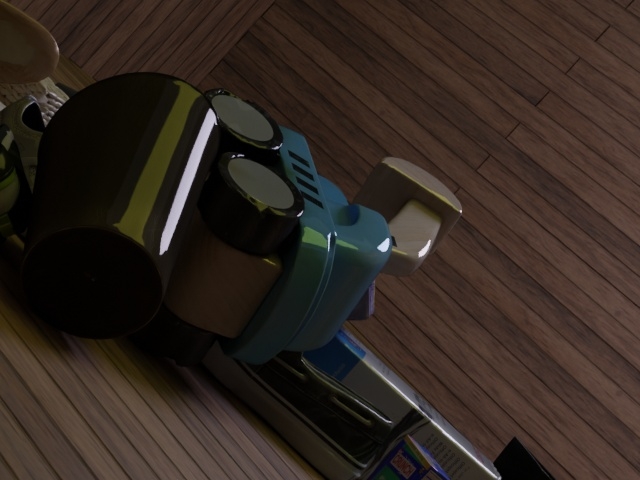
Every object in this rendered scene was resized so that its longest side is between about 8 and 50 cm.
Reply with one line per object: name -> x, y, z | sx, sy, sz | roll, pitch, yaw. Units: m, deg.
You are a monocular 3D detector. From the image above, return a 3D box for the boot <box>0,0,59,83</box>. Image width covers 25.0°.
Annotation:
boot -> -0.484, -0.285, 1.807 | 0.295, 0.104, 0.211 | 16, 10, -24

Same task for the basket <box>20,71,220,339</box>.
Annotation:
basket -> -0.195, -0.028, 1.351 | 0.154, 0.204, 0.227 | 47, 24, -27

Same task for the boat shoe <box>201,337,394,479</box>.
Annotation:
boat shoe -> -0.053, 0.146, 1.747 | 0.335, 0.119, 0.121 | 43, 2, -5

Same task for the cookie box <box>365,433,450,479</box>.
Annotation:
cookie box -> 0.091, 0.291, 1.672 | 0.040, 0.107, 0.092 | 42, 2, -21

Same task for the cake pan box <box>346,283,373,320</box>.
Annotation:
cake pan box -> -0.059, 0.074, 1.955 | 0.267, 0.070, 0.246 | 0, -3, 5

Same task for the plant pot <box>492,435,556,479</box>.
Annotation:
plant pot -> 0.282, 0.407, 1.959 | 0.188, 0.167, 0.187 | 48, 1, -9

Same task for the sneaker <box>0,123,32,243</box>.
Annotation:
sneaker -> -0.332, -0.049, 1.442 | 0.234, 0.084, 0.097 | -128, -165, -72

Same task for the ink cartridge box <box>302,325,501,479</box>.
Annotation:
ink cartridge box -> 0.082, 0.253, 1.953 | 0.307, 0.129, 0.223 | 42, 1, 3

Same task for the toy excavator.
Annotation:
toy excavator -> 0.000, 0.000, 1.702 | 0.445, 0.222, 0.433 | 23, 27, -25

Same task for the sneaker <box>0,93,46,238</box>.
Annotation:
sneaker -> -0.290, -0.061, 1.578 | 0.281, 0.115, 0.105 | 44, 2, 27

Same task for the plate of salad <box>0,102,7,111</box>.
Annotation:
plate of salad -> -0.433, -0.158, 1.786 | 0.200, 0.048, 0.200 | 39, 4, -4

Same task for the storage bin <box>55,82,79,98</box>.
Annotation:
storage bin -> -0.363, -0.157, 2.085 | 0.091, 0.135, 0.098 | 33, -2, 25

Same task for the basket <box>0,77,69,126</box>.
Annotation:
basket -> -0.417, -0.190, 1.985 | 0.167, 0.103, 0.113 | 45, 4, 31
